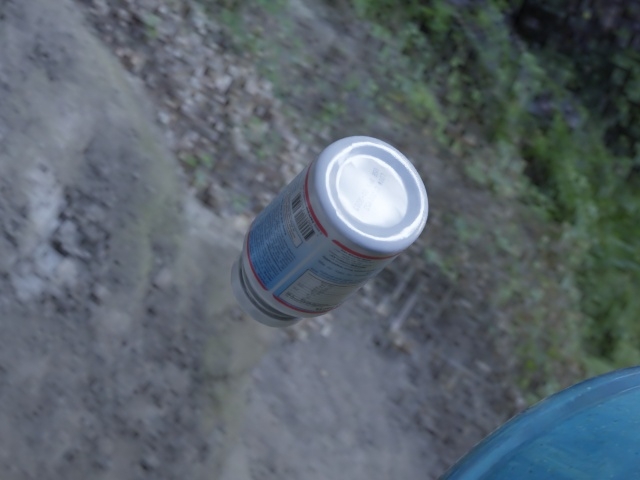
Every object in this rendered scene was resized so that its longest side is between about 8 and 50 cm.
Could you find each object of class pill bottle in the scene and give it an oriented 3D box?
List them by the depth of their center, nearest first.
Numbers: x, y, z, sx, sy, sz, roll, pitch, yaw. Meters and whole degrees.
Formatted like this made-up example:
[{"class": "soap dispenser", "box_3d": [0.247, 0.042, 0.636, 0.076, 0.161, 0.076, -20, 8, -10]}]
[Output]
[{"class": "pill bottle", "box_3d": [0.000, 0.000, 1.237, 0.087, 0.087, 0.160, -16, 165, -35]}]

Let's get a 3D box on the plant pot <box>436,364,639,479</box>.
[{"class": "plant pot", "box_3d": [0.166, 0.183, 0.441, 0.272, 0.255, 0.271, -5, 99, -34]}]
